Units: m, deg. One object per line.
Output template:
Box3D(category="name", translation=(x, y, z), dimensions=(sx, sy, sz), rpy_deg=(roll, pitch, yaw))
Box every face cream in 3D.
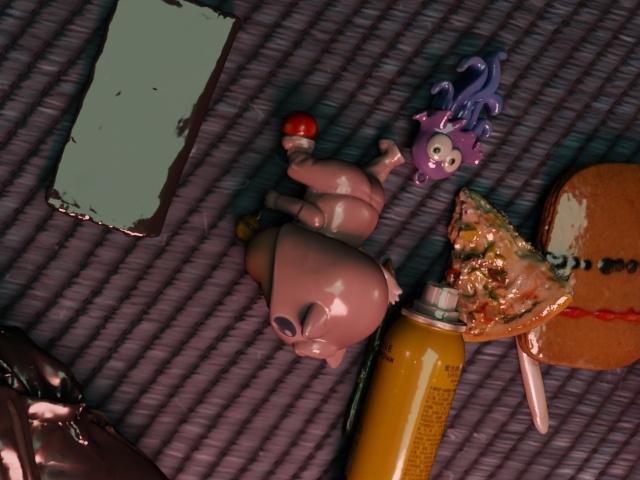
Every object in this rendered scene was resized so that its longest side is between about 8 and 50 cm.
Box3D(category="face cream", translation=(0.100, 0.220, 1.675), dimensions=(0.105, 0.105, 0.349), rpy_deg=(15, 96, -17))

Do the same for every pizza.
Box3D(category="pizza", translation=(0.207, 0.025, 1.689), dimensions=(0.185, 0.052, 0.195), rpy_deg=(-22, 86, 21))

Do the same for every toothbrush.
Box3D(category="toothbrush", translation=(0.256, 0.105, 1.748), dimensions=(0.025, 0.029, 0.307), rpy_deg=(-18, 102, -17))

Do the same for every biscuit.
Box3D(category="biscuit", translation=(0.387, 0.040, 1.750), dimensions=(0.262, 0.052, 0.277), rpy_deg=(14, 92, -22))

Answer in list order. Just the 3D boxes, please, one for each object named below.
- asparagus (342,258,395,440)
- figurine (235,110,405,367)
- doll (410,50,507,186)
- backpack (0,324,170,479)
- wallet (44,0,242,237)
Box3D(category="asparagus", translation=(0.064, 0.136, 1.704), dimensions=(0.023, 0.022, 0.233), rpy_deg=(15, 95, 24))
Box3D(category="figurine", translation=(0.000, 0.000, 1.618), dimensions=(0.186, 0.176, 0.287), rpy_deg=(4, 78, 24))
Box3D(category="doll", translation=(0.168, -0.152, 1.671), dimensions=(0.110, 0.067, 0.206), rpy_deg=(37, 76, -26))
Box3D(category="backpack", translation=(-0.343, 0.303, 1.499), dimensions=(0.445, 0.255, 0.363), rpy_deg=(36, 93, -20))
Box3D(category="wallet", translation=(-0.206, -0.149, 1.583), dimensions=(0.146, 0.030, 0.285), rpy_deg=(20, 93, -20))
